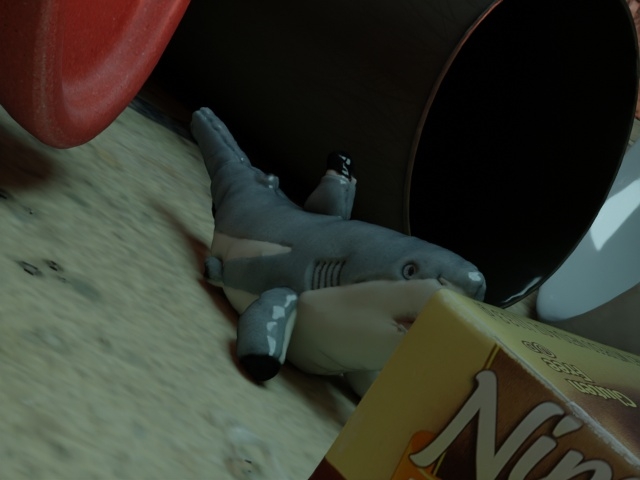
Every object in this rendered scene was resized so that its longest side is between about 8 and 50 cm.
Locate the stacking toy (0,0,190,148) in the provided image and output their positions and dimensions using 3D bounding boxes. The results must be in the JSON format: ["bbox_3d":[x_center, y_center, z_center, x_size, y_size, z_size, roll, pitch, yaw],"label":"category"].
[{"bbox_3d":[-0.112,-0.159,0.470,0.130,0.280,0.309,24,12,9],"label":"stacking toy"}]

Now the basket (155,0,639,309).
[{"bbox_3d":[0.016,-0.095,0.807,0.227,0.154,0.204,36,-15,31],"label":"basket"}]

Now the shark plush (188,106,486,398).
[{"bbox_3d":[0.000,0.000,0.593,0.073,0.067,0.161,26,15,-30],"label":"shark plush"}]

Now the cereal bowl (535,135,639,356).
[{"bbox_3d":[0.268,-0.038,0.824,0.141,0.339,0.339,41,12,-4],"label":"cereal bowl"}]

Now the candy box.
[{"bbox_3d":[0.155,0.124,0.470,0.316,0.088,0.183,20,18,-48],"label":"candy box"}]
